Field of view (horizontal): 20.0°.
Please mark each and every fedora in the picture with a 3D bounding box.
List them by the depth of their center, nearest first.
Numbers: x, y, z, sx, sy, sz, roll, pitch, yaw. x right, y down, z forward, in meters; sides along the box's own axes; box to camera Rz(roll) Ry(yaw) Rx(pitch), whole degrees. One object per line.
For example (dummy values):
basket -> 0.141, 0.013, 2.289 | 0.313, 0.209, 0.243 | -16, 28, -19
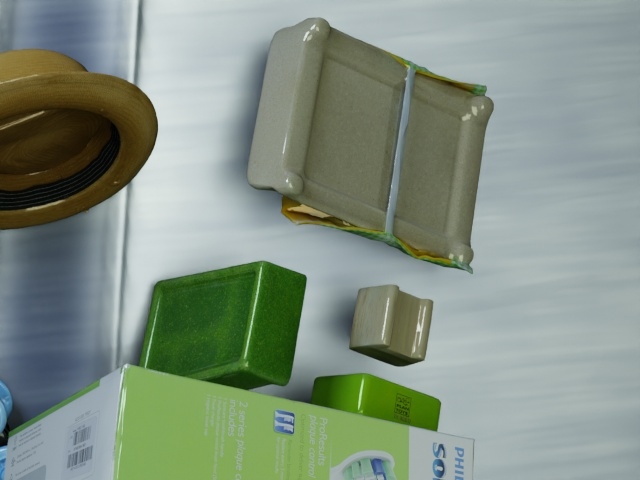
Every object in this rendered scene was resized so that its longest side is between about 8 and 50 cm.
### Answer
fedora -> -0.222, -0.086, 1.356 | 0.194, 0.194, 0.079 | -14, 56, -11

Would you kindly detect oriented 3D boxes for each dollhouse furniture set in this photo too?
dollhouse furniture set -> 0.000, 0.000, 1.429 | 0.198, 0.151, 0.301 | 22, 68, -31

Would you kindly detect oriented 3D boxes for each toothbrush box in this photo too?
toothbrush box -> -0.062, 0.194, 1.297 | 0.283, 0.206, 0.122 | 16, 65, -26

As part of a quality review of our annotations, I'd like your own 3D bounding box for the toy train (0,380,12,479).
toy train -> -0.283, 0.142, 1.366 | 0.105, 0.080, 0.184 | -28, 98, -1
